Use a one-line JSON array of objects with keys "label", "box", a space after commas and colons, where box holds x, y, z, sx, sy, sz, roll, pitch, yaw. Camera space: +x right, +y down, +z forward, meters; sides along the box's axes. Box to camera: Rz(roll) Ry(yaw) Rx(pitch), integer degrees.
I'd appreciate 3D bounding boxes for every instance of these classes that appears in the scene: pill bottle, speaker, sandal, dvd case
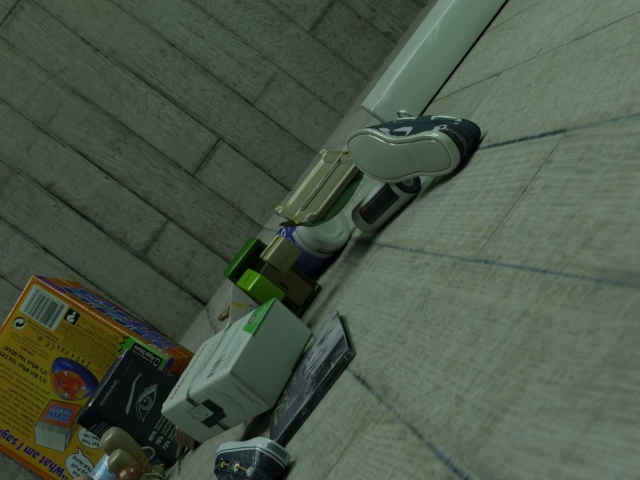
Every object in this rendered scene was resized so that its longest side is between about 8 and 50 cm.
[{"label": "pill bottle", "box": [-0.433, 0.497, 2.181, 0.160, 0.087, 0.087, -55, 7, -6]}, {"label": "pill bottle", "box": [-0.035, 0.013, 2.012, 0.187, 0.112, 0.112, -47, 9, 43]}, {"label": "speaker", "box": [0.104, -0.065, 1.703, 0.136, 0.055, 0.055, -44, 11, 50]}, {"label": "sandal", "box": [-0.202, 0.176, 2.608, 0.072, 0.049, 0.180, -47, -7, 4]}, {"label": "dvd case", "box": [-0.016, 0.185, 1.438, 0.164, 0.018, 0.221, -53, 7, 5]}]

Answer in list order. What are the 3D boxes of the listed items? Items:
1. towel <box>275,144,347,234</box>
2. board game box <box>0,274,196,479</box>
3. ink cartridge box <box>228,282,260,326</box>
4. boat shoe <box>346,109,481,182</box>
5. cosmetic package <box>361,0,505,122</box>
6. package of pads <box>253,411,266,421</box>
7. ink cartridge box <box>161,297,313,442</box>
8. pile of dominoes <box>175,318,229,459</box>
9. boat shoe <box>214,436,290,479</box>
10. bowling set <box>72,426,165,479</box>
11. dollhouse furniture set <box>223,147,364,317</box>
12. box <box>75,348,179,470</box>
[{"label": "towel", "box": [-0.005, -0.089, 2.555, 0.332, 0.053, 0.317, -52, 6, 8]}, {"label": "board game box", "box": [-0.543, 0.328, 2.414, 0.356, 0.356, 0.356, -59, -6, -3]}, {"label": "ink cartridge box", "box": [-0.114, 0.114, 1.974, 0.092, 0.089, 0.143, -62, -17, -56]}, {"label": "boat shoe", "box": [0.134, -0.146, 1.583, 0.079, 0.095, 0.254, -38, 18, -27]}, {"label": "cosmetic package", "box": [0.243, -0.410, 2.294, 0.377, 0.097, 0.284, -53, 5, 7]}, {"label": "package of pads", "box": [-0.096, 0.244, 1.615, 0.050, 0.032, 0.083, -51, 7, -8]}, {"label": "ink cartridge box", "box": [-0.125, 0.195, 1.565, 0.208, 0.087, 0.153, -33, 20, 47]}, {"label": "pile of dominoes", "box": [-0.204, 0.284, 2.023, 0.196, 0.040, 0.251, 101, -166, -51]}, {"label": "boat shoe", "box": [-0.104, 0.293, 1.294, 0.083, 0.065, 0.183, -56, 8, -29]}, {"label": "bowling set", "box": [-0.351, 0.474, 1.881, 0.199, 0.154, 0.287, -14, 35, 50]}, {"label": "dollhouse furniture set", "box": [0.000, 0.000, 1.805, 0.301, 0.151, 0.197, -52, 19, -7]}, {"label": "box", "box": [-0.357, 0.344, 2.124, 0.108, 0.207, 0.153, -44, 11, 52]}]
